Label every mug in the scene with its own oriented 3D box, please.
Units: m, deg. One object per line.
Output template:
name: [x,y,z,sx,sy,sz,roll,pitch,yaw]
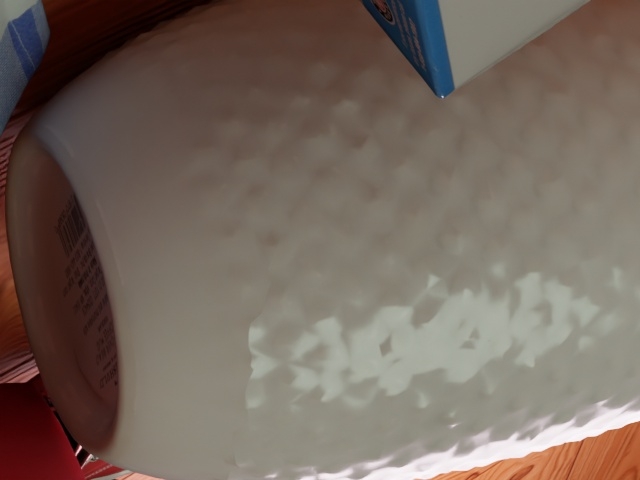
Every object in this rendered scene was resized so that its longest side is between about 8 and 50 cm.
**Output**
mug: [0.000,0.000,1.015,0.328,0.276,0.374,-13,177,-25]

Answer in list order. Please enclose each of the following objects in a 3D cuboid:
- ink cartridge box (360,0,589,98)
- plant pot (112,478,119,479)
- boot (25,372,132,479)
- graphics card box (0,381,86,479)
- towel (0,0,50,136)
ink cartridge box: [0.035,-0.213,0.684,0.168,0.232,0.171,-34,156,-5]
plant pot: [-0.187,0.254,1.234,0.284,0.191,0.284,-31,157,-14]
boot: [-0.125,0.103,1.109,0.244,0.088,0.176,-23,180,-29]
graphics card box: [-0.323,0.187,0.925,0.371,0.094,0.233,-32,164,23]
towel: [-0.164,-0.081,0.739,0.285,0.034,0.209,95,12,-60]
